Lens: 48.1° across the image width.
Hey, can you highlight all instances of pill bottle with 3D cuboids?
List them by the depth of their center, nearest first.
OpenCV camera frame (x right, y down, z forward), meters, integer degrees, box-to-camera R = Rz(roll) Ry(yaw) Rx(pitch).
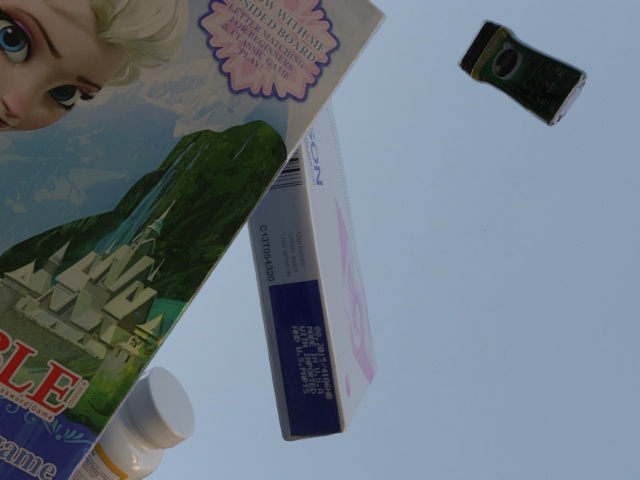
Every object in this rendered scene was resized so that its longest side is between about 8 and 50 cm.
[{"bbox_3d":[-0.250,0.228,0.800,0.208,0.117,0.117,-31,-96,8],"label":"pill bottle"}]

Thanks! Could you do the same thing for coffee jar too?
[{"bbox_3d":[0.308,-0.261,1.108,0.184,0.079,0.096,38,-71,18],"label":"coffee jar"}]

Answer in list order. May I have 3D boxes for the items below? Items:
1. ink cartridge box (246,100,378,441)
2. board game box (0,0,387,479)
[{"bbox_3d":[0.000,0.000,0.755,0.071,0.330,0.324,-9,-88,12],"label":"ink cartridge box"},{"bbox_3d":[-0.178,-0.079,0.330,0.319,0.066,0.318,36,-101,-17],"label":"board game box"}]
